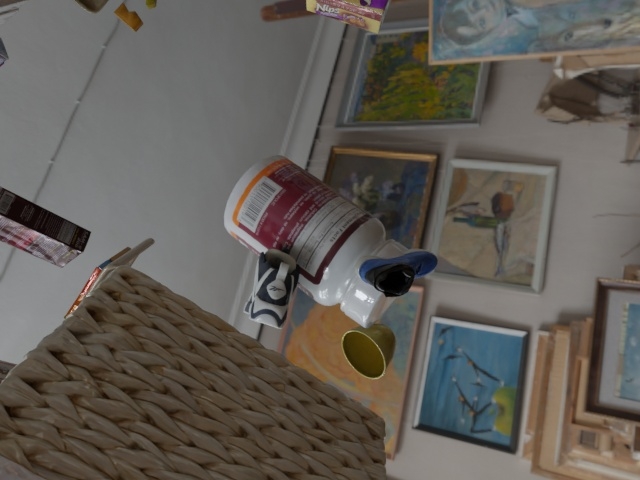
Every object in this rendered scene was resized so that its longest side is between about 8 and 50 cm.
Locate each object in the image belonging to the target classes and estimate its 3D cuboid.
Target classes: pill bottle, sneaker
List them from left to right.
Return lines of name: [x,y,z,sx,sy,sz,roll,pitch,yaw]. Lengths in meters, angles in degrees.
sneaker: [-0.094,0.090,1.080,0.235,0.094,0.153,122,168,-84]
pill bottle: [0.000,0.000,1.160,0.224,0.392,0.224,-46,-20,-22]
sneaker: [0.139,0.054,0.851,0.152,0.084,0.058,-1,-68,-24]

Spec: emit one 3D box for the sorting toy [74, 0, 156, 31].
sorting toy: [-0.497,-0.640,1.215,0.229,0.307,0.041,-49,-2,-3]

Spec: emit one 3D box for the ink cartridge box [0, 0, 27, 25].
ink cartridge box: [-0.757,-0.531,1.049,0.233,0.168,0.171,58,-152,-22]

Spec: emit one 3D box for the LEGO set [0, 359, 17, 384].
LEGO set: [-0.478,0.229,0.680,0.244,0.060,0.182,27,-124,-33]

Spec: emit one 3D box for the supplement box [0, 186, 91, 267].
supplement box: [-0.725,-0.028,1.326,0.239,0.130,0.073,34,-134,-35]

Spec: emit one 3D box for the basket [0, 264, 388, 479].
basket: [-0.153,0.257,0.442,0.328,0.331,0.266,-53,12,24]

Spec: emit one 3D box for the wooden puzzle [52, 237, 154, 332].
wooden puzzle: [-0.504,0.099,1.226,0.239,0.044,0.221,-47,7,14]

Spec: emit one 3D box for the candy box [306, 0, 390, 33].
candy box: [0.061,-0.390,0.721,0.053,0.109,0.187,94,-164,-80]

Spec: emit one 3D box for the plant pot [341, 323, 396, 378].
plant pot: [0.134,0.259,1.306,0.095,0.134,0.134,-29,-56,-39]

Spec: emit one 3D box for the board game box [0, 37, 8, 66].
board game box: [-0.666,-0.252,0.693,0.318,0.066,0.318,-37,-29,6]
